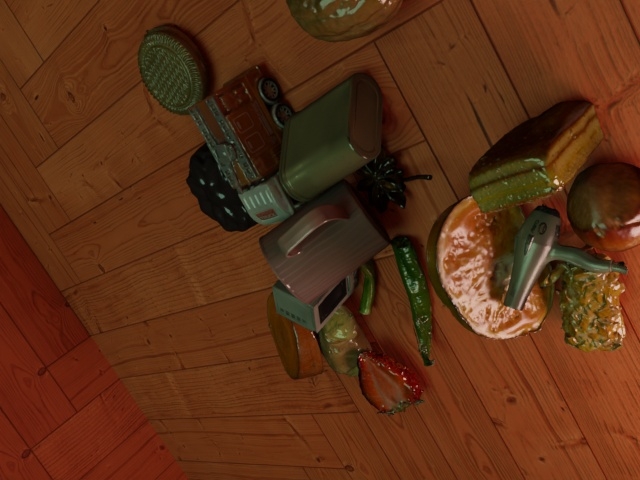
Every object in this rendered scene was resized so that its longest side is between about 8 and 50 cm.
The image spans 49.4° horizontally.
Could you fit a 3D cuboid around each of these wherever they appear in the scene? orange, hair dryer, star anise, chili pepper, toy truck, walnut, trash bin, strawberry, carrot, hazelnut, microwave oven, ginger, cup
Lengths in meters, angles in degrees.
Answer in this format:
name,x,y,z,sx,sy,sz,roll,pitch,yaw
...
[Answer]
name,x,y,z,sx,sy,sz,roll,pitch,yaw
orange,0.357,0.052,1.500,0.274,0.274,0.310,15,150,34
hair dryer,0.468,0.069,1.415,0.225,0.088,0.219,46,112,31
star anise,0.166,-0.134,1.654,0.234,0.073,0.177,41,142,37
chili pepper,0.129,0.118,1.903,0.050,0.051,0.201,1,124,7
toy truck,-0.162,-0.226,1.785,0.173,0.207,0.387,-15,109,47
walnut,0.053,-0.514,1.370,0.257,0.257,0.224,-12,79,46
trash bin,0.025,-0.239,1.609,0.121,0.243,0.247,24,147,-32
strawberry,0.180,0.400,2.006,0.228,0.098,0.174,40,124,-7
carrot,-0.081,0.279,2.102,0.258,0.100,0.307,48,154,50
hazelnut,0.552,-0.053,1.308,0.182,0.182,0.182,23,133,28
chili pepper,0.253,0.157,1.805,0.085,0.076,0.358,16,128,58
microwave oven,-0.012,0.126,1.906,0.162,0.208,0.122,24,142,27
ginger,0.062,0.288,2.022,0.267,0.138,0.152,66,174,-33
cup,-0.006,-0.012,1.696,0.288,0.273,0.208,45,-166,-44

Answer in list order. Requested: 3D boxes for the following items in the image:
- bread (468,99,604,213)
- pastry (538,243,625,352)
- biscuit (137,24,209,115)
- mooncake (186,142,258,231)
name,x,y,z,sx,sy,sz,roll,pitch,yaw
bread,0.402,-0.163,1.308,0.184,0.234,0.110,-16,111,49
pastry,0.563,0.121,1.477,0.154,0.102,0.249,6,125,41
biscuit,-0.407,-0.470,1.921,0.259,0.079,0.259,24,134,27
mooncake,-0.261,-0.152,1.986,0.283,0.141,0.282,26,136,29
